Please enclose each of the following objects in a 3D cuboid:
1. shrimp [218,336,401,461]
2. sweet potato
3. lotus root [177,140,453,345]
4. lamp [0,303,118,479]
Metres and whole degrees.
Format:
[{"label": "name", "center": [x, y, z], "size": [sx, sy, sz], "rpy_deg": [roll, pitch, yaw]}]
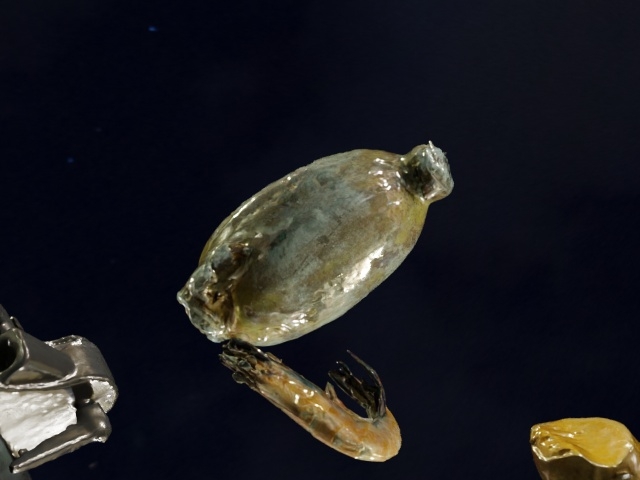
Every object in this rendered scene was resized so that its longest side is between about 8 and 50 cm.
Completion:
[{"label": "shrimp", "center": [-0.003, 0.156, 1.304], "size": [0.219, 0.152, 0.046], "rpy_deg": [31, -66, 0]}, {"label": "sweet potato", "center": [0.225, 0.196, 0.781], "size": [0.077, 0.077, 0.243], "rpy_deg": [-36, -65, 21]}, {"label": "lotus root", "center": [0.000, 0.001, 1.408], "size": [0.349, 0.175, 0.175], "rpy_deg": [-31, -95, -4]}, {"label": "lamp", "center": [-0.374, 0.176, 0.986], "size": [0.374, 0.272, 0.205], "rpy_deg": [-39, -128, 2]}]
